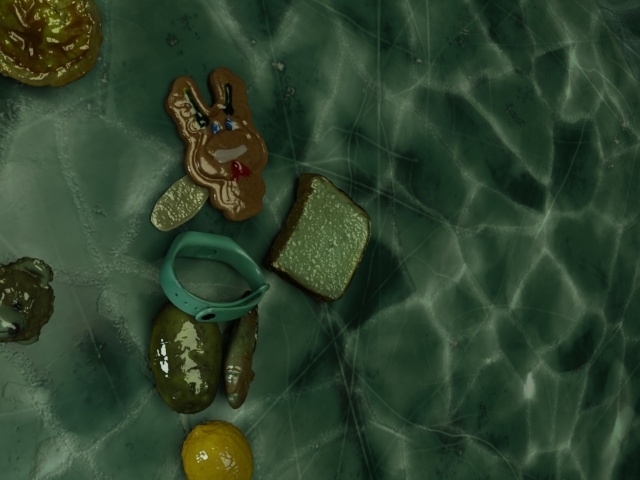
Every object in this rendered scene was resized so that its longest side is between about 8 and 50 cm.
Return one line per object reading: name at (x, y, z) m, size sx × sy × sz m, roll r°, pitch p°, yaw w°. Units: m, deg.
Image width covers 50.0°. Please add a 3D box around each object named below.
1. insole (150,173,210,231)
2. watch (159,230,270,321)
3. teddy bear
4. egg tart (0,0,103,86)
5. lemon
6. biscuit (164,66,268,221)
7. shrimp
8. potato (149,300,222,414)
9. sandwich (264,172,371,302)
insole at (-0.268, -0.113, 1.467) m, size 0.081 × 0.011 × 0.247 m, roll 49°, pitch 62°, yaw -23°
watch at (-0.214, 0.074, 1.407) m, size 0.237 × 0.068 × 0.195 m, roll 10°, pitch 47°, yaw -43°
teddy bear at (-0.575, 0.120, 1.147) m, size 0.256 × 0.156 × 0.267 m, roll 0°, pitch 127°, yaw -35°
egg tart at (-0.518, -0.391, 1.246) m, size 0.241 × 0.106 × 0.240 m, roll 1°, pitch 88°, yaw -38°
lemon at (-0.207, 0.454, 1.401) m, size 0.142 × 0.142 × 0.187 m, roll -30°, pitch 108°, yaw -33°
biscuit at (-0.208, -0.206, 1.484) m, size 0.202 × 0.047 × 0.333 m, roll -20°, pitch 96°, yaw -35°
shrimp at (-0.164, 0.229, 1.473) m, size 0.145 × 0.061 × 0.267 m, roll 73°, pitch 15°, yaw -61°
potato at (-0.271, 0.225, 1.388) m, size 0.150 × 0.113 × 0.251 m, roll -6°, pitch 79°, yaw -30°
sandwich at (0.000, 0.000, 1.607) m, size 0.226 × 0.087 × 0.251 m, roll 33°, pitch 72°, yaw -28°
